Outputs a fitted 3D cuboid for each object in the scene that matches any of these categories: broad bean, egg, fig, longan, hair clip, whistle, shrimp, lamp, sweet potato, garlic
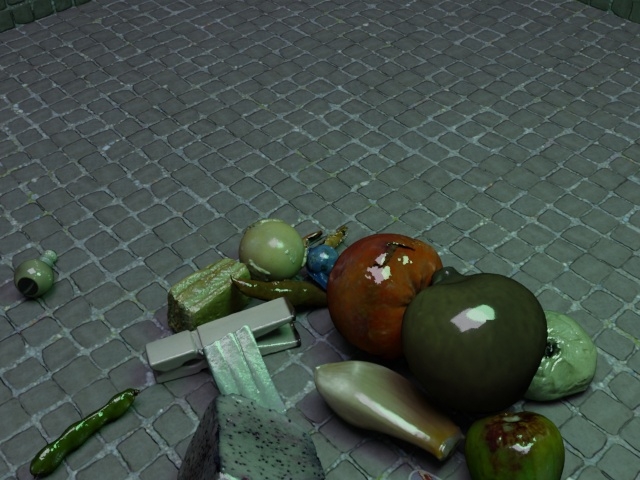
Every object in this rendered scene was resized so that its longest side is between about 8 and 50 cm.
[{"bbox_3d":[-0.471,0.381,1.474,0.256,0.052,0.053,-36,17,-30],"label":"broad bean"},{"bbox_3d":[-0.116,0.027,1.741,0.164,0.164,0.201,-14,5,-13],"label":"egg"},{"bbox_3d":[0.358,0.404,1.342,0.181,0.181,0.191,0,67,3],"label":"fig"},{"bbox_3d":[0.299,0.182,1.425,0.300,0.243,0.300,17,52,-23],"label":"longan"},{"bbox_3d":[-0.209,0.223,1.602,0.331,0.101,0.085,-17,51,-13],"label":"hair clip"},{"bbox_3d":[0.018,0.061,1.765,0.090,0.090,0.158,-29,50,-26],"label":"whistle"},{"bbox_3d":[0.002,0.006,1.873,0.162,0.045,0.095,-38,33,-26],"label":"shrimp"},{"bbox_3d":[-0.684,0.070,1.799,0.091,0.090,0.163,1,27,3],"label":"lamp"},{"bbox_3d":[-0.082,0.119,1.671,0.274,0.067,0.067,12,36,-30],"label":"sweet potato"},{"bbox_3d":[0.135,0.333,1.460,0.318,0.112,0.143,21,26,24],"label":"garlic"}]

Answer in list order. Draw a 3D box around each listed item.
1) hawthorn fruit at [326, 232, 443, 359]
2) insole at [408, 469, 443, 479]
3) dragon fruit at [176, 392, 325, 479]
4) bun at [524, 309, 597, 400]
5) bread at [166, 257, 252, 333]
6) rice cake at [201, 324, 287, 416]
[{"bbox_3d":[0.125,0.110,1.609,0.276,0.275,0.307,-26,21,-23],"label":"hawthorn fruit"},{"bbox_3d":[0.242,0.494,1.363,0.065,0.004,0.197,-34,52,-30],"label":"insole"},{"bbox_3d":[-0.132,0.437,1.310,0.221,0.203,0.283,18,16,-16],"label":"dragon fruit"},{"bbox_3d":[0.477,0.232,1.555,0.221,0.108,0.221,-1,43,1],"label":"bun"},{"bbox_3d":[-0.252,0.129,1.674,0.102,0.138,0.196,39,56,23],"label":"bread"},{"bbox_3d":[-0.155,0.291,1.509,0.124,0.038,0.211,-26,78,-19],"label":"rice cake"}]
